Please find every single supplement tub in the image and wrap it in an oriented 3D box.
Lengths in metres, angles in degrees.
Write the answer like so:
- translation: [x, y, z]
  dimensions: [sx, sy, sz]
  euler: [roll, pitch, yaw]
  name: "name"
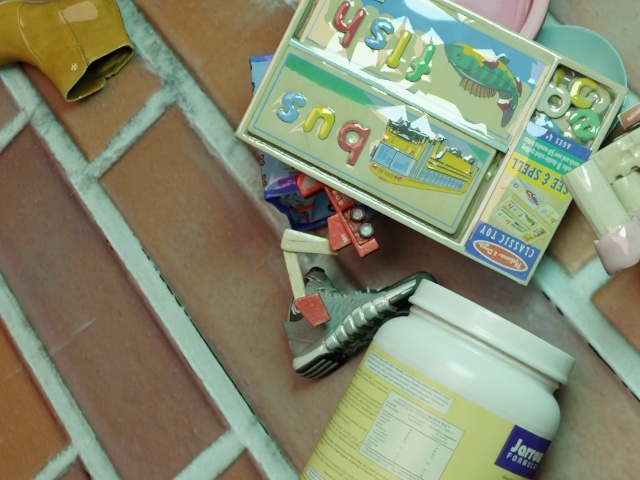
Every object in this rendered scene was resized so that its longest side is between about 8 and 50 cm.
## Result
- translation: [0.131, 0.237, 1.427]
  dimensions: [0.241, 0.241, 0.331]
  euler: [28, 89, 32]
  name: "supplement tub"

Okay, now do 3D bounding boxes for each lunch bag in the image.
- translation: [0.068, -0.165, 1.663]
  dimensions: [0.293, 0.138, 0.221]
  euler: [-13, 66, 14]
  name: "lunch bag"

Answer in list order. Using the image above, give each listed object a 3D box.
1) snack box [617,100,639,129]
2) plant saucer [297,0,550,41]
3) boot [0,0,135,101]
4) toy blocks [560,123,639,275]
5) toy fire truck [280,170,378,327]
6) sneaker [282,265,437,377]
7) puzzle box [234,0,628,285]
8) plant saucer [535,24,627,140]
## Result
- translation: [0.436, -0.188, 1.438]
  dimensions: [0.178, 0.064, 0.022]
  euler: [-32, 87, 31]
  name: "snack box"
- translation: [0.138, -0.323, 1.614]
  dimensions: [0.332, 0.084, 0.332]
  euler: [-4, 71, 10]
  name: "plant saucer"
- translation: [-0.451, -0.302, 1.986]
  dimensions: [0.295, 0.104, 0.211]
  euler: [-32, 62, 12]
  name: "boot"
- translation: [0.477, -0.049, 1.363]
  dimensions: [0.288, 0.309, 0.260]
  euler: [-33, 88, 29]
  name: "toy blocks"
- translation: [0.000, 0.000, 1.562]
  dimensions: [0.135, 0.047, 0.192]
  euler: [-28, 86, 0]
  name: "toy fire truck"
- translation: [0.037, 0.073, 1.621]
  dimensions: [0.229, 0.086, 0.132]
  euler: [-34, 59, 16]
  name: "sneaker"
- translation: [0.131, -0.154, 1.500]
  dimensions: [0.409, 0.052, 0.272]
  euler: [26, 96, 3]
  name: "puzzle box"
- translation: [0.304, -0.182, 1.582]
  dimensions: [0.195, 0.037, 0.195]
  euler: [-9, 71, 27]
  name: "plant saucer"
